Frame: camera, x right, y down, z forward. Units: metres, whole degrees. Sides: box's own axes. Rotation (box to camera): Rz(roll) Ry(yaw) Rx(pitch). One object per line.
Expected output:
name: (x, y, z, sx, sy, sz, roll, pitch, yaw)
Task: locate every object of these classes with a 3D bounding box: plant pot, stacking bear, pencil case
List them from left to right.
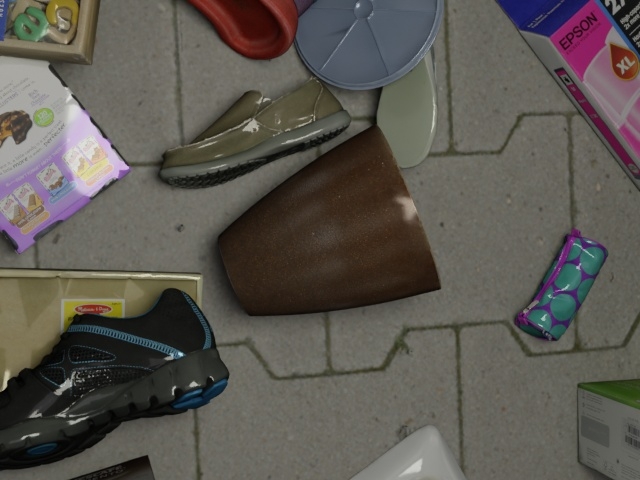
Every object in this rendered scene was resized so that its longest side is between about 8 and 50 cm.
stacking bear: (-0.032, -0.386, 1.115, 0.175, 0.164, 0.289, 41, 72, -36)
plant pot: (0.000, 0.000, 1.131, 0.230, 0.215, 0.215, -21, 98, 1)
pencil case: (0.331, 0.064, 1.273, 0.070, 0.064, 0.152, 35, 83, -30)

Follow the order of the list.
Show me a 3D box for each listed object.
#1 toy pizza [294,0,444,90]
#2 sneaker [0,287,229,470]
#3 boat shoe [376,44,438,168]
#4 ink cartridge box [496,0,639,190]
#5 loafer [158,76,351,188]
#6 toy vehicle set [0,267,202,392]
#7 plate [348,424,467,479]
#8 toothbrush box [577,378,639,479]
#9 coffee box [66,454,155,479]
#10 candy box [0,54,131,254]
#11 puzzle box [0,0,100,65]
toy pizza: (0.059, -0.286, 1.164, 0.201, 0.032, 0.201, -2, 84, 23)
sneaker: (-0.283, 0.167, 1.077, 0.340, 0.125, 0.140, -18, 70, -10)
boat shoe: (0.120, -0.205, 1.197, 0.079, 0.081, 0.228, -3, 88, 24)
ink cartridge box: (0.419, -0.252, 1.284, 0.175, 0.069, 0.371, -43, 99, -9)
loafer: (-0.089, -0.135, 1.154, 0.251, 0.094, 0.087, -21, 86, -17)
toy vehicle set: (-0.280, 0.119, 1.136, 0.266, 0.035, 0.166, 2, 92, -14)
plate: (0.113, 0.435, 1.247, 0.277, 0.045, 0.278, -33, 99, -10)
toothbrush box: (0.525, 0.259, 1.259, 0.283, 0.206, 0.122, 0, 92, -13)
coffee box: (-0.243, 0.338, 1.047, 0.141, 0.246, 0.098, -15, 95, -14)
candy box: (-0.348, -0.112, 1.091, 0.164, 0.070, 0.196, -38, 101, -9)
puzzle box: (-0.369, -0.413, 1.034, 0.272, 0.052, 0.409, 5, 86, 0)
